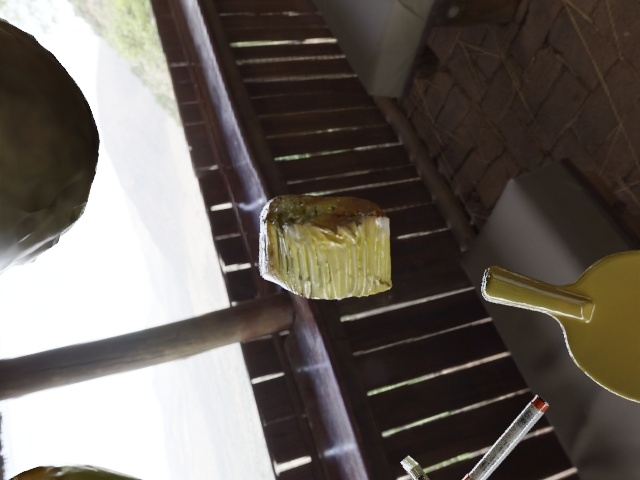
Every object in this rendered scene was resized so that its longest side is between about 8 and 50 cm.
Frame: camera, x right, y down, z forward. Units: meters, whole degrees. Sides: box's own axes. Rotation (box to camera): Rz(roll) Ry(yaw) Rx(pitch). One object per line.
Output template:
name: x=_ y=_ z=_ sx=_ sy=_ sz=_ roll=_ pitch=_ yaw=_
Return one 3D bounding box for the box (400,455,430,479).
box: x=0.271 y=0.656 z=1.506 sx=0.079 sy=0.035 sz=0.083 roll=56 pitch=168 yaw=-2

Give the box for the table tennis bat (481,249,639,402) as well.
table tennis bat: x=0.375 y=0.098 z=0.714 sx=0.321 sy=0.050 sz=0.198 roll=16 pitch=102 yaw=28

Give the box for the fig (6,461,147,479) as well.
fig: x=-0.223 y=0.373 z=0.556 sx=0.326 sy=0.258 sz=0.258 roll=56 pitch=165 yaw=-12

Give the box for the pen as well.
pen: x=0.281 y=0.342 z=0.857 sx=0.239 sy=0.028 sz=0.028 roll=-55 pitch=35 yaw=11

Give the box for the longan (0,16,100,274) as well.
longan: x=-0.496 y=-0.116 z=0.693 sx=0.391 sy=0.391 sz=0.391 roll=168 pitch=90 yaw=-71

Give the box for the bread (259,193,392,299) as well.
bread: x=0.000 y=0.000 z=0.784 sx=0.250 sy=0.179 sz=0.133 roll=-155 pitch=66 yaw=-74
